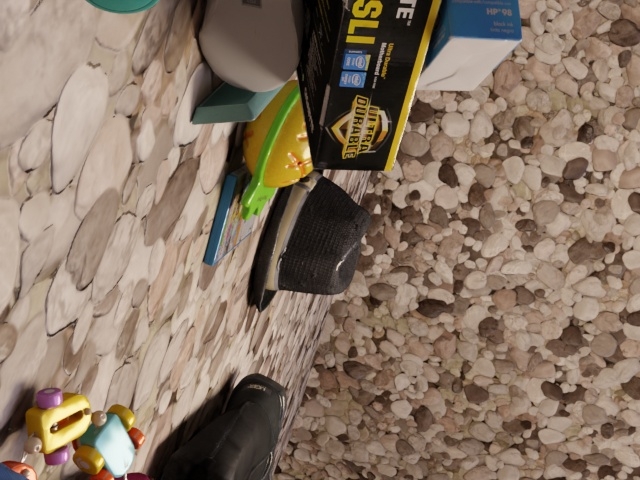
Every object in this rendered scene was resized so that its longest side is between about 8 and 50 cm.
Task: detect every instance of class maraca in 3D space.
[{"bbox_3d":[-0.049,-0.110,0.987,0.186,0.099,0.127,-65,168,14],"label":"maraca"}]

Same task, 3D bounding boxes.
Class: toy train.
[{"bbox_3d":[-0.208,0.181,0.642,0.166,0.046,0.125,32,64,-60],"label":"toy train"}]

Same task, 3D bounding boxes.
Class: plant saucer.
[{"bbox_3d":[-0.067,-0.166,0.844,0.192,0.067,0.018,-61,144,-55],"label":"plant saucer"}]

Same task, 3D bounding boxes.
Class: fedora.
[{"bbox_3d":[0.000,0.000,1.460,0.334,0.152,0.334,20,90,-83],"label":"fedora"}]

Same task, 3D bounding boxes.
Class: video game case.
[{"bbox_3d":[-0.105,-0.044,1.069,0.166,0.015,0.119,-52,161,-71],"label":"video game case"}]

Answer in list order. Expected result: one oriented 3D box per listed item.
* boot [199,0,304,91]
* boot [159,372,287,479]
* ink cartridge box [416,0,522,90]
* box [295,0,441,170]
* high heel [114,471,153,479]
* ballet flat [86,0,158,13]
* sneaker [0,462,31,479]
[{"bbox_3d":[-0.044,-0.241,0.685,0.258,0.095,0.123,109,-5,-65],"label":"boot"},{"bbox_3d":[-0.171,0.445,1.329,0.445,0.146,0.367,-53,151,-81],"label":"boot"},{"bbox_3d":[0.105,-0.222,0.651,0.104,0.060,0.180,135,-47,-75],"label":"ink cartridge box"},{"bbox_3d":[0.025,-0.259,0.704,0.257,0.079,0.322,104,-18,-48],"label":"box"},{"bbox_3d":[-0.243,0.283,0.743,0.377,0.181,0.127,160,-63,-74],"label":"high heel"},{"bbox_3d":[-0.107,-0.204,0.360,0.248,0.086,0.086,89,22,-70],"label":"ballet flat"},{"bbox_3d":[-0.188,0.142,0.356,0.330,0.147,0.130,72,38,-78],"label":"sneaker"}]
